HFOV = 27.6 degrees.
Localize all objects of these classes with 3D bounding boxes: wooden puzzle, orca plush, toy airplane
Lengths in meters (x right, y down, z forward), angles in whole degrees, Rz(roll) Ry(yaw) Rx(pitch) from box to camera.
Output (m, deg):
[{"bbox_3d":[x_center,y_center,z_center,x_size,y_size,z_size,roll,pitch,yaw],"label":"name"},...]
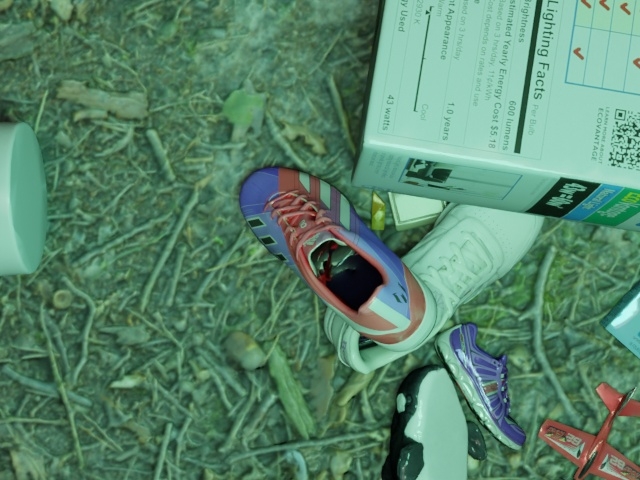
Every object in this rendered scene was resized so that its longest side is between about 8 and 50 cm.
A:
[{"bbox_3d":[0.115,-0.052,1.567,0.116,0.014,0.079,-7,102,2],"label":"wooden puzzle"},{"bbox_3d":[0.128,0.292,1.594,0.151,0.102,0.287,-35,112,-39],"label":"orca plush"},{"bbox_3d":[0.342,0.238,1.594,0.151,0.028,0.151,0,98,-1],"label":"toy airplane"}]

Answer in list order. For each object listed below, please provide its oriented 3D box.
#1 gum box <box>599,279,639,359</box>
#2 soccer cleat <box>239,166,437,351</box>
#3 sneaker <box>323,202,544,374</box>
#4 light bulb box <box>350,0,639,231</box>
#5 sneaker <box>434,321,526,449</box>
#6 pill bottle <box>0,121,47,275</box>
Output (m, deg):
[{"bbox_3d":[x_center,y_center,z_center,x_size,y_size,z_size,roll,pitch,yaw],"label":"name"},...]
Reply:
[{"bbox_3d":[0.457,0.085,1.565,0.157,0.041,0.184,41,97,-5],"label":"gum box"},{"bbox_3d":[0.000,0.000,1.451,0.108,0.116,0.318,-49,53,4],"label":"soccer cleat"},{"bbox_3d":[0.144,0.052,1.507,0.305,0.152,0.114,-39,107,7],"label":"sneaker"},{"bbox_3d":[0.239,-0.217,1.397,0.361,0.225,0.358,10,82,-1],"label":"light bulb box"},{"bbox_3d":[0.205,0.175,1.570,0.071,0.068,0.170,-31,96,-1],"label":"sneaker"},{"bbox_3d":[-0.529,-0.040,1.468,0.407,0.229,0.229,-2,98,1],"label":"pill bottle"}]
